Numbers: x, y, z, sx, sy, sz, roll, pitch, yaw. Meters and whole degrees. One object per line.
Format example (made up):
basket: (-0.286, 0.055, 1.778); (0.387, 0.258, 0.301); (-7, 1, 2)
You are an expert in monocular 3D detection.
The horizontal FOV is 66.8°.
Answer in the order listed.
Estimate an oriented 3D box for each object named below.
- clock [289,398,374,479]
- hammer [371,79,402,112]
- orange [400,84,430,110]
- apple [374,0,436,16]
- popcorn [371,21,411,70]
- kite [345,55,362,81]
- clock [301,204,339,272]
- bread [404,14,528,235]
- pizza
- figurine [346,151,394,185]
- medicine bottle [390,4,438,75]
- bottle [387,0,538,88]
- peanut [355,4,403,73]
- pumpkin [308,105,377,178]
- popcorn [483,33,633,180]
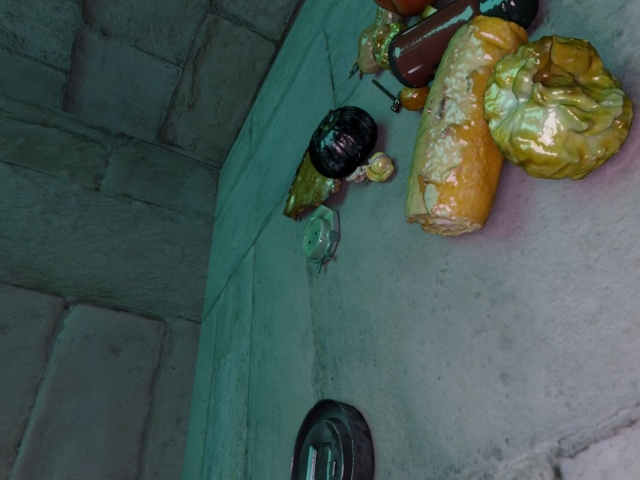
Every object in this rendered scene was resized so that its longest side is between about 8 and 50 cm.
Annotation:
clock: (0.019, 0.531, 1.132); (0.312, 0.061, 0.312); (-47, 33, 44)
hammer: (0.203, -0.467, 1.516); (0.058, 0.029, 0.292); (-59, 24, 23)
orange: (0.251, -0.381, 1.283); (0.083, 0.070, 0.083); (-31, 44, 35)
apple: (0.235, -0.760, 1.371); (0.272, 0.251, 0.206); (40, 114, 33)
popcorn: (0.222, -0.577, 1.447); (0.135, 0.162, 0.141); (-33, 57, 4)
kite: (0.158, -0.670, 1.785); (0.232, 0.009, 0.189); (-22, 54, 62)
clock: (0.000, 0.000, 1.569); (0.159, 0.066, 0.211); (-53, 30, 38)
bread: (0.268, -0.200, 0.926); (0.236, 0.165, 0.375); (41, -115, -84)
pizza: (-0.004, -0.282, 1.776); (0.435, 0.080, 0.392); (-12, 62, 63)
figurine: (0.144, -0.194, 1.391); (0.187, 0.083, 0.083); (-21, 54, 54)
medicine bottle: (0.274, -0.514, 1.297); (0.192, 0.096, 0.096); (-58, 26, 27)
bottle: (0.313, -0.468, 1.090); (0.336, 0.144, 0.144); (-12, 62, 53)
peanut: (0.197, -0.670, 1.573); (0.101, 0.117, 0.263); (49, 117, 41)
pumpkin: (0.066, -0.297, 1.482); (0.233, 0.163, 0.233); (-44, 22, 22)
popcorn: (0.357, -0.200, 0.741); (0.184, 0.204, 0.221); (112, 140, -60)
